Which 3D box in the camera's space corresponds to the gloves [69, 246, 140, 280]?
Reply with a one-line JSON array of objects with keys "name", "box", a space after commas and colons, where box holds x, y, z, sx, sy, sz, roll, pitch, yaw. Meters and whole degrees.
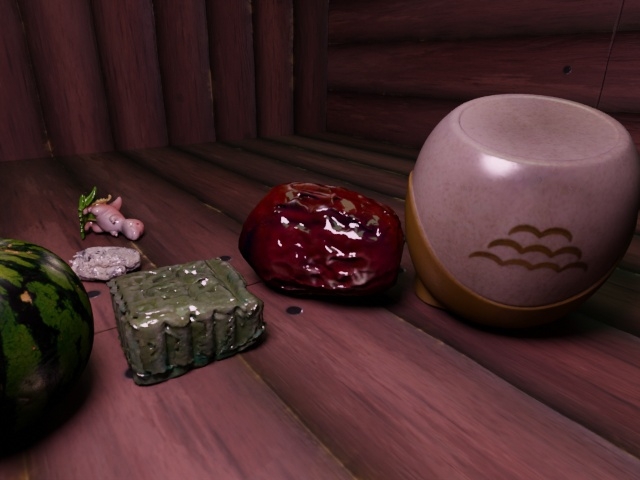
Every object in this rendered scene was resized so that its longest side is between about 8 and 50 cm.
[{"name": "gloves", "box": [-0.528, 0.055, 1.039, 0.153, 0.070, 0.114, 0, 22, -8]}]

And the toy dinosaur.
[{"name": "toy dinosaur", "box": [-0.633, -0.079, 1.283, 0.177, 0.152, 0.194, 0, 27, -23]}]

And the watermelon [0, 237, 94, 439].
[{"name": "watermelon", "box": [-0.468, 0.132, 0.581, 0.285, 0.285, 0.285, 1, 22, 0]}]

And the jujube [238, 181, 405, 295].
[{"name": "jujube", "box": [0.000, 0.000, 0.948, 0.376, 0.259, 0.258, 6, 23, 16]}]

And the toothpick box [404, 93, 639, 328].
[{"name": "toothpick box", "box": [0.373, -0.040, 0.852, 0.408, 0.425, 0.409, -2, 39, 1]}]

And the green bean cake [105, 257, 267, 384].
[{"name": "green bean cake", "box": [-0.254, 0.130, 0.802, 0.255, 0.132, 0.241, -12, 22, -28]}]
